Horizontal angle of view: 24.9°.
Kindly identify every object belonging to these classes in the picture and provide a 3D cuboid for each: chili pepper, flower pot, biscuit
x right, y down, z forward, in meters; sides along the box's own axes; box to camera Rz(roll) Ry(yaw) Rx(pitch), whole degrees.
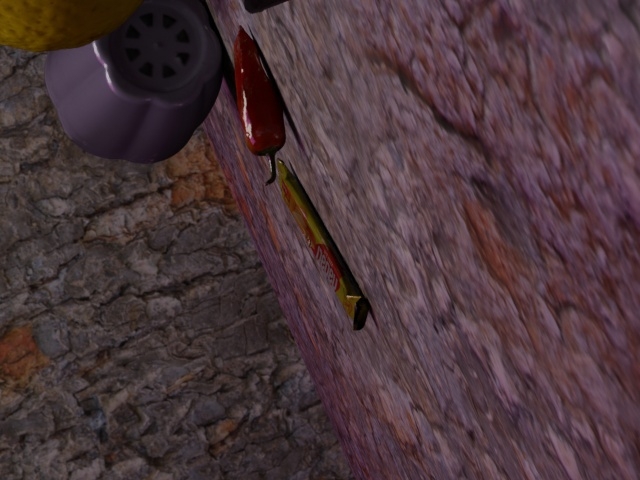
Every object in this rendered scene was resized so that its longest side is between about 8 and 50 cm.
[{"bbox_3d":[-0.070,-0.155,1.654,0.059,0.050,0.191,87,172,-82],"label":"chili pepper"},{"bbox_3d":[-0.262,-0.261,2.111,0.265,0.265,0.243,67,163,2],"label":"flower pot"},{"bbox_3d":[0.000,0.000,1.753,0.292,0.026,0.048,-119,28,-46],"label":"biscuit"}]

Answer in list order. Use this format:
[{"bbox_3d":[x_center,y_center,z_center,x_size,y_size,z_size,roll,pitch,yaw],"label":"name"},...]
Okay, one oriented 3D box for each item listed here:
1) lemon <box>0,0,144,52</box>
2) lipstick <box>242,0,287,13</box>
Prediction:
[{"bbox_3d":[-0.341,-0.405,1.765,0.387,0.350,0.349,11,126,59],"label":"lemon"},{"bbox_3d":[-0.065,-0.282,0.960,0.079,0.077,0.252,107,139,-81],"label":"lipstick"}]
